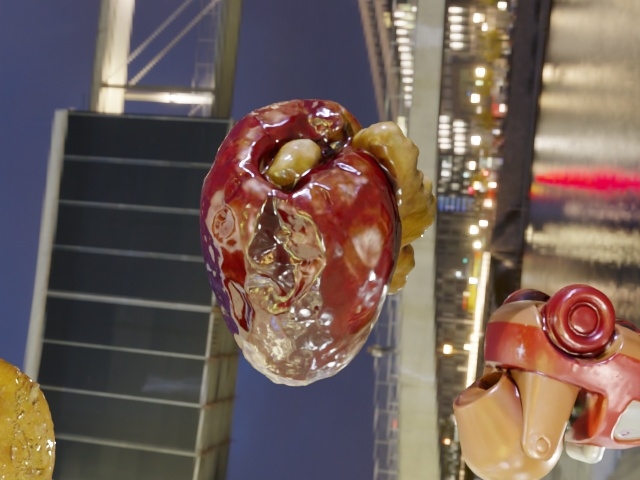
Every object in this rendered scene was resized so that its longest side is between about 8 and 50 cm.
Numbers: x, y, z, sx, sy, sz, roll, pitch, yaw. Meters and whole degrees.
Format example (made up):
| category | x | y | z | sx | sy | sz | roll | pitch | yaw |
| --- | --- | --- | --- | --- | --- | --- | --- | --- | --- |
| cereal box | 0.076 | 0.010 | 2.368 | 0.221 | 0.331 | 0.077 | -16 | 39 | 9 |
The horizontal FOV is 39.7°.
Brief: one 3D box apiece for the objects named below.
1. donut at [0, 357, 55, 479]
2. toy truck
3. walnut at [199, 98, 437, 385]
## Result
| category | x | y | z | sx | sy | sz | roll | pitch | yaw |
| --- | --- | --- | --- | --- | --- | --- | --- | --- | --- |
| donut | -0.425 | 0.237 | 0.933 | 0.277 | 0.108 | 0.277 | -9 | -78 | -44 |
| toy truck | 0.291 | 0.183 | 1.033 | 0.189 | 0.265 | 0.239 | 156 | 132 | -78 |
| walnut | 0.000 | 0.000 | 0.917 | 0.222 | 0.244 | 0.269 | 50 | 150 | 40 |
